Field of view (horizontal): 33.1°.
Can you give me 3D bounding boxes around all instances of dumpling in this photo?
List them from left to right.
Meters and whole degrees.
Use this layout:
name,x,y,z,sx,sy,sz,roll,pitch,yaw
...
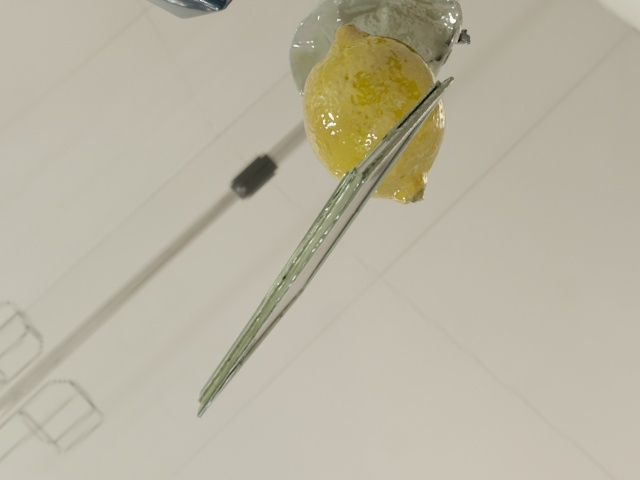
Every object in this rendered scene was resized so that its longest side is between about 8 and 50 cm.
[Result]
name,x,y,z,sx,sy,sz,roll,pitch,yaw
dumpling,0.086,-0.287,1.633,0.204,0.293,0.163,45,-147,4

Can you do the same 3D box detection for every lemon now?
name,x,y,z,sx,sy,sz,roll,pitch,yaw
lemon,0.069,-0.158,1.375,0.244,0.187,0.187,67,165,-13

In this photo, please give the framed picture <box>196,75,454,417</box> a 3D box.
name,x,y,z,sx,sy,sz,roll,pitch,yaw
framed picture,0.000,0.000,0.927,0.019,0.296,0.232,37,-146,3

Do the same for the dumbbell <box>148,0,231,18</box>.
name,x,y,z,sx,sy,sz,roll,pitch,yaw
dumbbell,-0.025,-0.264,0.805,0.316,0.156,0.143,-1,136,41
